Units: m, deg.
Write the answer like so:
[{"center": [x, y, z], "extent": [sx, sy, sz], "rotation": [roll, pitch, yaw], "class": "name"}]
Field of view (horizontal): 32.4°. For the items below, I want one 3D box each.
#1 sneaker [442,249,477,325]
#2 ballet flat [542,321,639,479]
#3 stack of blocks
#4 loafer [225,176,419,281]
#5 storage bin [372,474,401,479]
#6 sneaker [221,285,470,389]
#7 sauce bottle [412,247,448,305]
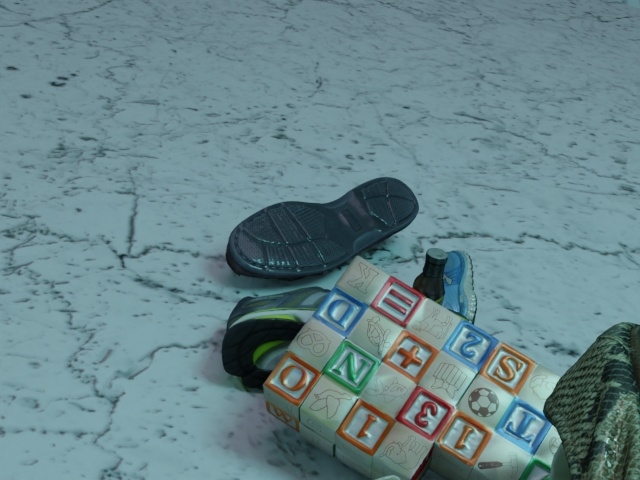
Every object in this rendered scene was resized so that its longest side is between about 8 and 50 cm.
[{"center": [0.157, 0.061, 1.409], "extent": [0.073, 0.063, 0.162], "rotation": [5, 29, -2], "class": "sneaker"}, {"center": [0.223, 0.231, 0.746], "extent": [0.164, 0.182, 0.483], "rotation": [40, 22, -13], "class": "ballet flat"}, {"center": [0.112, 0.169, 1.093], "extent": [0.297, 0.087, 0.171], "rotation": [30, 67, 14], "class": "stack of blocks"}, {"center": [0.000, 0.000, 1.468], "extent": [0.303, 0.095, 0.109], "rotation": [-19, 70, -34], "class": "loafer"}, {"center": [0.006, 0.288, 0.678], "extent": [0.260, 0.123, 0.262], "rotation": [-13, 23, -18], "class": "storage bin"}, {"center": [0.032, 0.099, 1.262], "extent": [0.300, 0.111, 0.121], "rotation": [5, 25, -13], "class": "sneaker"}, {"center": [0.126, 0.070, 1.314], "extent": [0.042, 0.128, 0.042], "rotation": [8, 31, -5], "class": "sauce bottle"}]
